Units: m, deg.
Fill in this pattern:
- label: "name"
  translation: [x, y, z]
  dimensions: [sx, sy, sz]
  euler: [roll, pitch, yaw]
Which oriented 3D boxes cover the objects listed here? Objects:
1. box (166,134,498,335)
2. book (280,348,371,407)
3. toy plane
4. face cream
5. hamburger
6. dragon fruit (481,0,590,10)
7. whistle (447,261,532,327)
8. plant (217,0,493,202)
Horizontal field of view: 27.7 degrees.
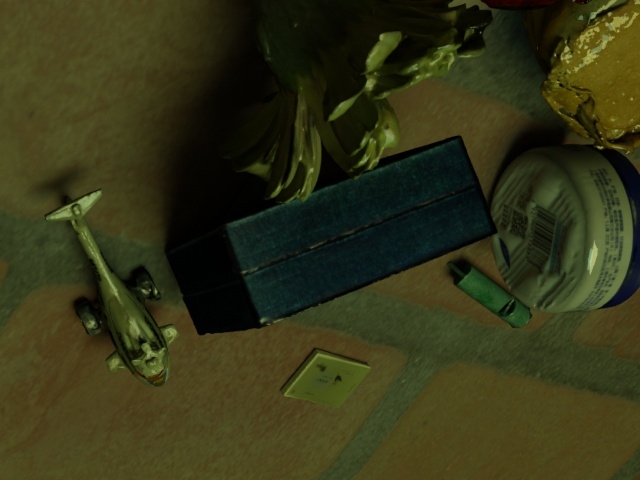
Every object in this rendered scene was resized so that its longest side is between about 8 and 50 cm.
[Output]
- label: "box"
  translation: [0.000, 0.000, 1.337]
  dimensions: [0.261, 0.116, 0.279]
  euler: [-23, -179, -18]
- label: "book"
  translation: [0.009, 0.184, 1.709]
  dimensions: [0.111, 0.014, 0.077]
  euler: [21, 114, -46]
- label: "toy plane"
  translation: [-0.215, 0.058, 1.366]
  dimensions: [0.092, 0.108, 0.286]
  euler: [-26, 127, -10]
- label: "face cream"
  translation: [0.298, -0.014, 1.578]
  dimensions: [0.111, 0.206, 0.206]
  euler: [-6, 132, -26]
- label: "hamburger"
  translation: [0.351, -0.250, 1.425]
  dimensions: [0.319, 0.158, 0.318]
  euler: [-21, 139, -19]
- label: "dragon fruit"
  translation: [0.199, -0.278, 1.303]
  dimensions: [0.192, 0.122, 0.092]
  euler: [-13, -178, 25]
- label: "whistle"
  translation: [0.227, 0.072, 1.741]
  dimensions: [0.039, 0.039, 0.186]
  euler: [-45, 140, 9]
- label: "plant"
  translation: [0.018, -0.199, 1.189]
  dimensions: [0.261, 0.297, 0.306]
  euler: [-19, 175, -27]
